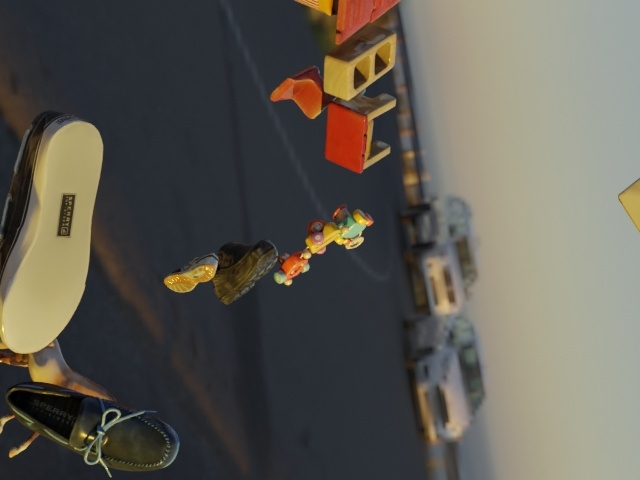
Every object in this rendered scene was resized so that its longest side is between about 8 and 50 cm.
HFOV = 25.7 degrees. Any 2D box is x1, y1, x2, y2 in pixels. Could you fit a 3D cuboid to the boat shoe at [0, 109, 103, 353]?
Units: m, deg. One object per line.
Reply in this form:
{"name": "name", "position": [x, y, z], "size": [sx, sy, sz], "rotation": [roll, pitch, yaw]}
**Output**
{"name": "boat shoe", "position": [-0.362, -0.014, 1.783], "size": [0.105, 0.113, 0.306], "rotation": [21, -74, 47]}

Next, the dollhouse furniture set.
{"name": "dollhouse furniture set", "position": [-0.011, -0.274, 1.941], "size": [0.152, 0.201, 0.374], "rotation": [-39, 146, -41]}

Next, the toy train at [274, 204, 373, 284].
{"name": "toy train", "position": [0.000, 0.000, 2.117], "size": [0.046, 0.166, 0.125], "rotation": [54, -34, 15]}

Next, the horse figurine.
{"name": "horse figurine", "position": [-0.432, 0.202, 2.102], "size": [0.263, 0.174, 0.066], "rotation": [54, -16, 19]}

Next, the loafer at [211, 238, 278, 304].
{"name": "loafer", "position": [-0.129, 0.038, 2.196], "size": [0.078, 0.076, 0.223], "rotation": [53, -25, 2]}

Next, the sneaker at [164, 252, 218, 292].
{"name": "sneaker", "position": [-0.165, 0.041, 1.830], "size": [0.032, 0.083, 0.037], "rotation": [54, 34, -27]}

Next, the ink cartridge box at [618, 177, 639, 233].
{"name": "ink cartridge box", "position": [0.490, -0.074, 1.502], "size": [0.289, 0.211, 0.121], "rotation": [-14, 68, -45]}

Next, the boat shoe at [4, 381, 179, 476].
{"name": "boat shoe", "position": [-0.328, 0.266, 1.963], "size": [0.089, 0.258, 0.109], "rotation": [46, 56, -73]}
